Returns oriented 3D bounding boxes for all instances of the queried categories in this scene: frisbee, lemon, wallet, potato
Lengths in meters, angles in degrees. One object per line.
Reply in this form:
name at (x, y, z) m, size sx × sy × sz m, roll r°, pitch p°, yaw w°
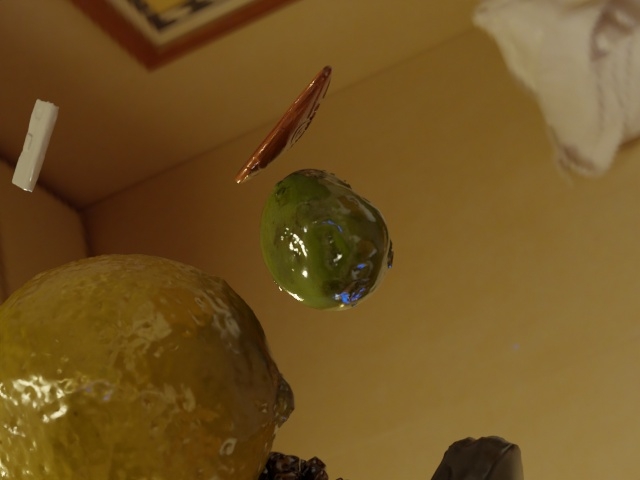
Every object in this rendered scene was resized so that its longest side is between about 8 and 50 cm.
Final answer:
frisbee at (-0.040, -0.142, 1.836) m, size 0.035 × 0.192 × 0.192 m, roll 40°, pitch -160°, yaw -6°
lemon at (-0.207, 0.165, 1.513) m, size 0.336 × 0.336 × 0.336 m, roll 57°, pitch -162°, yaw -31°
wallet at (-0.261, -0.088, 1.317) m, size 0.011 × 0.083 × 0.044 m, roll 15°, pitch -176°, yaw -34°
potato at (0.000, 0.000, 1.840) m, size 0.186 × 0.148 × 0.253 m, roll 54°, pitch 163°, yaw -4°

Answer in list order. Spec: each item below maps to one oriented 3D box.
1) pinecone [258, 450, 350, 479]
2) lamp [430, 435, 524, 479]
pinecone at (-0.076, 0.349, 1.659) m, size 0.224 × 0.272 × 0.224 m, roll -12°, pitch -76°, yaw -62°
lamp at (0.163, 0.148, 0.508) m, size 0.203 × 0.283 × 0.124 m, roll -61°, pitch -9°, yaw -25°
